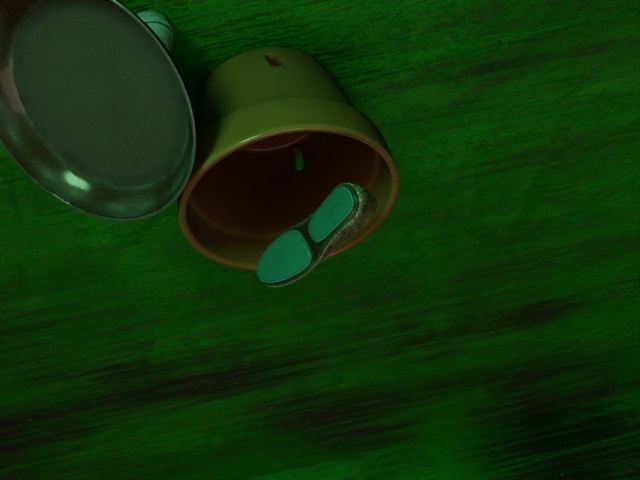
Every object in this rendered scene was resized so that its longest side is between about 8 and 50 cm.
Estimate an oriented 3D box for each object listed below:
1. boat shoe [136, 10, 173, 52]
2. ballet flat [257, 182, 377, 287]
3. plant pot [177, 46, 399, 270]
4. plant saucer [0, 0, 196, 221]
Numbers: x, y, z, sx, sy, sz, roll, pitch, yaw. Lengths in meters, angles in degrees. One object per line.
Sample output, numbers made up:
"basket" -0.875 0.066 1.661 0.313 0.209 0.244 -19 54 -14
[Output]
"boat shoe" -0.251 -0.191 1.068 0.083 0.076 0.226 5 141 -25
"ballet flat" 0.000 0.000 1.078 0.067 0.073 0.206 3 147 -47
"plant pot" -0.056 -0.123 1.120 0.290 0.204 0.291 -9 145 -6
"plant saucer" -0.277 -0.168 0.995 0.310 0.050 0.311 13 125 19
